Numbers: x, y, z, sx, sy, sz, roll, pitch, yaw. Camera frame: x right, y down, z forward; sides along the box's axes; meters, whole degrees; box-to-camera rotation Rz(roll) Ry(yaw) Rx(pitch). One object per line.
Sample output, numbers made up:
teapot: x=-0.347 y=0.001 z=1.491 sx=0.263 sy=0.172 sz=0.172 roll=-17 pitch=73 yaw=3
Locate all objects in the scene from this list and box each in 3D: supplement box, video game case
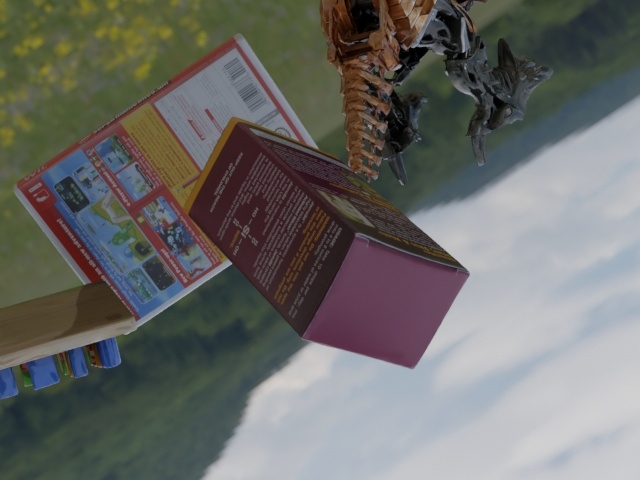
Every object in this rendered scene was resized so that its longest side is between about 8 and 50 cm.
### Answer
supplement box: x=0.000 y=0.000 z=1.175 sx=0.080 sy=0.104 sz=0.188 roll=-61 pitch=-141 yaw=13
video game case: x=-0.147 y=-0.057 z=1.809 sx=0.285 sy=0.204 sz=0.025 roll=-34 pitch=-157 yaw=1

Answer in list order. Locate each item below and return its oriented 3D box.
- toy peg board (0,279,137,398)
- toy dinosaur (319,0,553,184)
toy peg board: x=-0.270 y=0.114 z=1.723 sx=0.161 sy=0.079 sz=0.160 roll=-16 pitch=-163 yaw=-14
toy dinosaur: x=0.057 y=-0.170 z=1.414 sx=0.164 sy=0.218 sz=0.322 roll=8 pitch=-126 yaw=42
